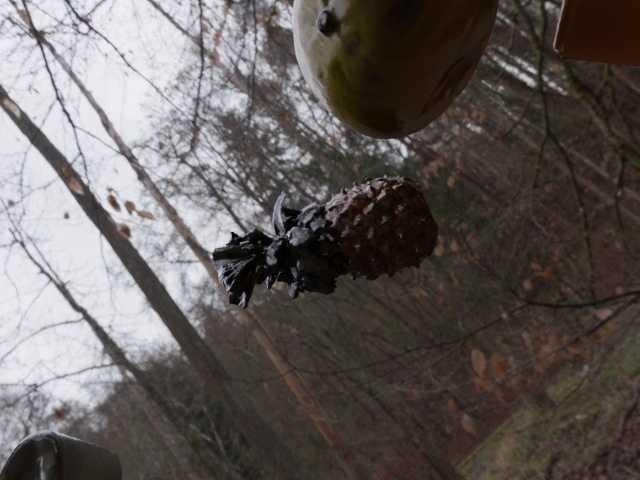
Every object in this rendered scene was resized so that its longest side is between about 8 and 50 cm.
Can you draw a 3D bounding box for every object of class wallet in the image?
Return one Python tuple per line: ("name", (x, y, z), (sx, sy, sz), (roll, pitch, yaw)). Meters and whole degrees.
("wallet", (-0.306, 0.366, 0.603), (0.083, 0.253, 0.360), (8, -27, -5))

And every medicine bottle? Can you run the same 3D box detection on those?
("medicine bottle", (0.384, -0.257, 0.567), (0.149, 0.222, 0.112), (-51, -31, -45))

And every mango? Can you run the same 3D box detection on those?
("mango", (0.096, -0.247, 0.625), (0.253, 0.182, 0.365), (-50, -16, 7))

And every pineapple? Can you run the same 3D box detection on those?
("pineapple", (0.000, 0.000, 0.740), (0.309, 0.170, 0.141), (-17, -27, -6))
